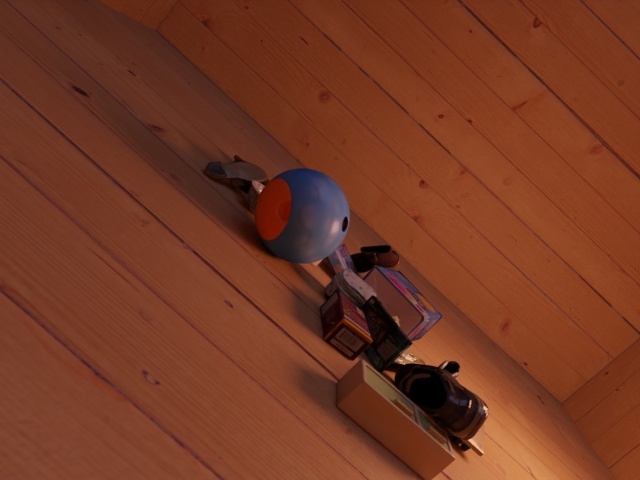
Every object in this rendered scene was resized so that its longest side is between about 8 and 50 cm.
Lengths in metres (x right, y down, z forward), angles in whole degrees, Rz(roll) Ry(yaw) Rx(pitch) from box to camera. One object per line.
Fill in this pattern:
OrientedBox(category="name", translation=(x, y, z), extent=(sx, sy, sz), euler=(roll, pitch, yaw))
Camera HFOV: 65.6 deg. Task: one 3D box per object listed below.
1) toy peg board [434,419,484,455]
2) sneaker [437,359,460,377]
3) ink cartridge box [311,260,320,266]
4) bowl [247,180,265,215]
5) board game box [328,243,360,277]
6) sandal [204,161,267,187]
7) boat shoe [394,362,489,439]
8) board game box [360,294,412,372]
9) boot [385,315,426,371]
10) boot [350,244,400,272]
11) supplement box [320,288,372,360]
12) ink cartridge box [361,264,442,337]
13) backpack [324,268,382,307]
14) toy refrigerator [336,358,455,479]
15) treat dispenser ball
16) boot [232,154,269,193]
OrientedBox(category="toy peg board", translation=(0.385, 0.523, 1.431), extent=(0.161, 0.079, 0.160), euler=(42, 28, -2))
OrientedBox(category="sneaker", translation=(0.402, 0.439, 1.590), extent=(0.086, 0.132, 0.229), euler=(48, 13, 23))
OrientedBox(category="ink cartridge box", translation=(-0.014, -0.029, 1.798), extent=(0.092, 0.158, 0.218), euler=(39, 13, -22))
OrientedBox(category="bowl", translation=(-0.196, -0.121, 1.718), extent=(0.170, 0.080, 0.170), euler=(40, 12, -10))
OrientedBox(category="board game box", translation=(0.090, 0.098, 1.867), extent=(0.160, 0.039, 0.211), euler=(66, 15, 3))
OrientedBox(category="sandal", translation=(-0.307, -0.223, 1.743), extent=(0.240, 0.079, 0.088), euler=(-2, 58, -42))
OrientedBox(category="boat shoe", translation=(0.274, 0.368, 1.253), extent=(0.130, 0.132, 0.355), euler=(39, -12, -14))
OrientedBox(category="board game box", translation=(0.162, 0.266, 1.429), extent=(0.026, 0.126, 0.186), euler=(28, 20, -50))
OrientedBox(category="boot", translation=(0.241, 0.317, 1.513), extent=(0.213, 0.077, 0.165), euler=(25, 43, -46))
OrientedBox(category="boot", translation=(0.184, 0.059, 1.966), extent=(0.207, 0.248, 0.090), euler=(45, 48, -61))
OrientedBox(category="supplement box", translation=(0.066, 0.227, 1.361), extent=(0.104, 0.081, 0.188), euler=(39, 13, -15))
OrientedBox(category="ink cartridge box", translation=(0.312, 0.249, 1.936), extent=(0.270, 0.151, 0.395), euler=(48, 11, 21))
OrientedBox(category="backpack", translation=(0.105, 0.180, 1.573), extent=(0.182, 0.115, 0.152), euler=(41, 14, 4))
OrientedBox(category="toy refrigerator", translation=(0.165, 0.389, 1.089), extent=(0.269, 0.094, 0.102), euler=(42, 12, -7))
OrientedBox(category="treat dispenser ball", translation=(-0.055, -0.073, 1.505), extent=(0.288, 0.288, 0.288), euler=(41, 12, -11))
OrientedBox(category="boot", translation=(-0.281, -0.276, 1.947), extent=(0.264, 0.096, 0.280), euler=(32, 15, -41))
